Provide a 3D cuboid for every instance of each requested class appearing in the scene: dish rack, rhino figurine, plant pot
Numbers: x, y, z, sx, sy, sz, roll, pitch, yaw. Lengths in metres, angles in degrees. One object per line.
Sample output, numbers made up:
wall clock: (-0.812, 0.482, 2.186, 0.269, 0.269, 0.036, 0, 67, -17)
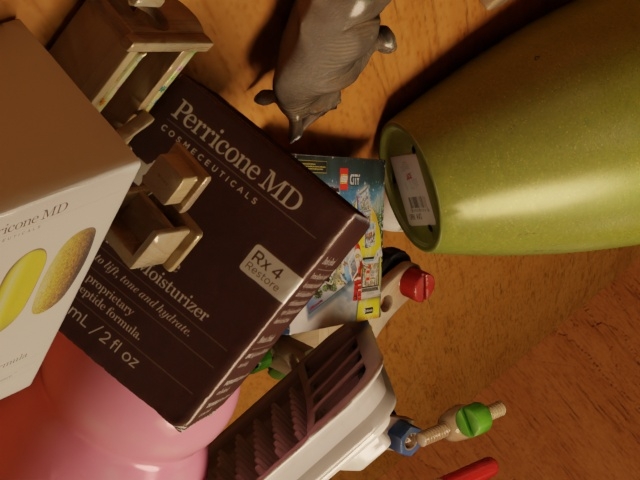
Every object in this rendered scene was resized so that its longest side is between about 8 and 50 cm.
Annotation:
dish rack: (-0.054, 0.222, 1.587, 0.333, 0.072, 0.285, -41, -171, 3)
rhino figurine: (0.008, -0.157, 1.309, 0.106, 0.073, 0.243, -34, 164, -33)
plant pot: (0.219, -0.094, 1.657, 0.293, 0.275, 0.275, -19, 156, -18)

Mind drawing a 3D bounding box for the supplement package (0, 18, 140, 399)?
supplement package: (-0.240, 0.001, 1.059, 0.139, 0.134, 0.244, -26, 157, -42)

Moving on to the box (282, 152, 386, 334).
box: (0.000, 0.000, 1.546, 0.233, 0.044, 0.159, -3, 94, -68)

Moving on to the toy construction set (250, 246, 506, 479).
toy construction set: (0.029, 0.170, 1.823, 0.237, 0.309, 0.257, -16, 143, -44)

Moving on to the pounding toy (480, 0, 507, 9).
pounding toy: (0.163, -0.277, 1.327, 0.181, 0.094, 0.206, -33, 171, -40)

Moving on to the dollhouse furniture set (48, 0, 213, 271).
dollhouse furniture set: (-0.089, -0.100, 1.088, 0.182, 0.161, 0.101, -48, 162, 26)

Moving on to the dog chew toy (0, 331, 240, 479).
dog chew toy: (-0.165, 0.126, 1.451, 0.206, 0.206, 0.332, -16, 142, -54)

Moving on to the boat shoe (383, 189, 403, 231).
boat shoe: (0.158, -0.062, 1.834, 0.267, 0.096, 0.088, -21, 158, -46)

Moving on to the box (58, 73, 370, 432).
box: (-0.092, 0.010, 1.251, 0.203, 0.168, 0.167, -51, 175, 3)
